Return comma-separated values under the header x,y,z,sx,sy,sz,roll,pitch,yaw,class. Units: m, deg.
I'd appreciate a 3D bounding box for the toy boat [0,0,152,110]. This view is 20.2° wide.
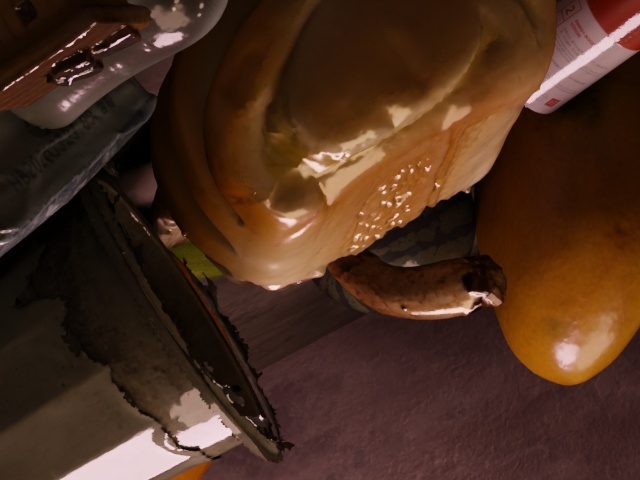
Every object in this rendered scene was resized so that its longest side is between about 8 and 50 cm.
x,y,z,sx,sy,sz,roll,pitch,yaw,class
-0.173,-0.136,1.006,0.321,0.121,0.089,-33,175,25,toy boat

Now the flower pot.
x,y,z,sx,sy,sz,roll,pitch,yaw,class
-0.199,0.112,1.397,0.259,0.290,0.290,-32,170,1,flower pot

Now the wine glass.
x,y,z,sx,sy,sz,roll,pitch,yaw,class
-0.113,-0.159,1.101,0.231,0.103,0.103,-30,171,35,wine glass

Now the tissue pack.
x,y,z,sx,sy,sz,roll,pitch,yaw,class
-0.283,-0.008,1.257,0.316,0.103,0.228,-34,-169,35,tissue pack

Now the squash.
x,y,z,sx,sy,sz,roll,pitch,yaw,class
-0.153,0.008,1.941,0.080,0.071,0.318,-25,170,18,squash

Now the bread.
x,y,z,sx,sy,sz,roll,pitch,yaw,class
0.015,-0.128,1.348,0.316,0.211,0.270,-33,165,-20,bread

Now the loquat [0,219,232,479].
x,y,z,sx,sy,sz,roll,pitch,yaw,class
-0.239,0.133,1.673,0.328,0.328,0.328,-27,170,-5,loquat

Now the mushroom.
x,y,z,sx,sy,sz,roll,pitch,yaw,class
-0.020,-0.021,1.596,0.233,0.301,0.208,-41,136,3,mushroom

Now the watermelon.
x,y,z,sx,sy,sz,roll,pitch,yaw,class
0.074,-0.020,2.041,0.212,0.212,0.212,-27,170,-5,watermelon

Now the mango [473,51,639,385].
x,y,z,sx,sy,sz,roll,pitch,yaw,class
0.292,-0.037,2.037,0.300,0.232,0.445,121,-14,-47,mango

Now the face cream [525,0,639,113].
x,y,z,sx,sy,sz,roll,pitch,yaw,class
0.292,-0.227,1.881,0.214,0.095,0.096,-36,168,37,face cream
